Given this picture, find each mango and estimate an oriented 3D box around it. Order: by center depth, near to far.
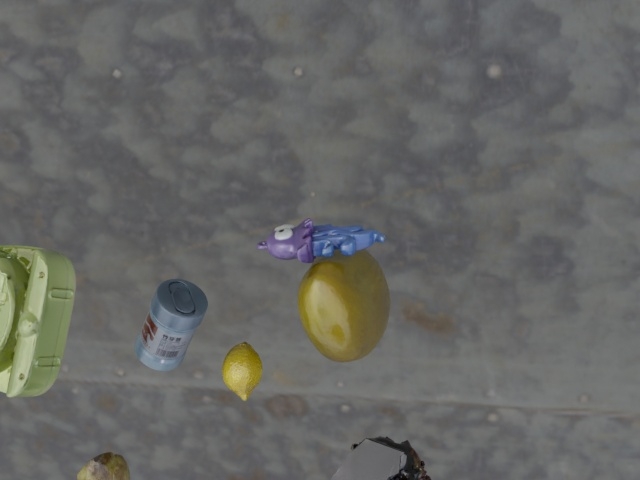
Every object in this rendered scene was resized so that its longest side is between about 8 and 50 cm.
[{"bbox_3d":[0.039,0.110,1.611,0.142,0.331,0.195,-8,97,14],"label":"mango"}]

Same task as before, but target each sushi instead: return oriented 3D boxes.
[{"bbox_3d":[0.091,0.379,1.456,0.153,0.150,0.172,15,92,29],"label":"sushi"}]

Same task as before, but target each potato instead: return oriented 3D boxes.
[{"bbox_3d":[-0.379,0.424,1.685,0.096,0.066,0.103,-32,153,-12],"label":"potato"}]

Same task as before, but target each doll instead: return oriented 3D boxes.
[{"bbox_3d":[0.000,0.000,1.533,0.205,0.110,0.067,-4,110,-1],"label":"doll"}]

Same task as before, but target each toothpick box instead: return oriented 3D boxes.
[{"bbox_3d":[-0.281,0.159,1.801,0.101,0.101,0.153,23,126,-7],"label":"toothpick box"}]

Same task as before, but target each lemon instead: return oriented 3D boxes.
[{"bbox_3d":[-0.122,0.204,1.503,0.065,0.092,0.065,-2,170,0],"label":"lemon"}]

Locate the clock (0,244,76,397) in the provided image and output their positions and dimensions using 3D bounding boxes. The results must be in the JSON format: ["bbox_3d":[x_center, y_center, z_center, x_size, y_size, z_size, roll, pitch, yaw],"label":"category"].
[{"bbox_3d":[-0.653,0.140,1.860,0.348,0.117,0.286,9,87,20],"label":"clock"}]
